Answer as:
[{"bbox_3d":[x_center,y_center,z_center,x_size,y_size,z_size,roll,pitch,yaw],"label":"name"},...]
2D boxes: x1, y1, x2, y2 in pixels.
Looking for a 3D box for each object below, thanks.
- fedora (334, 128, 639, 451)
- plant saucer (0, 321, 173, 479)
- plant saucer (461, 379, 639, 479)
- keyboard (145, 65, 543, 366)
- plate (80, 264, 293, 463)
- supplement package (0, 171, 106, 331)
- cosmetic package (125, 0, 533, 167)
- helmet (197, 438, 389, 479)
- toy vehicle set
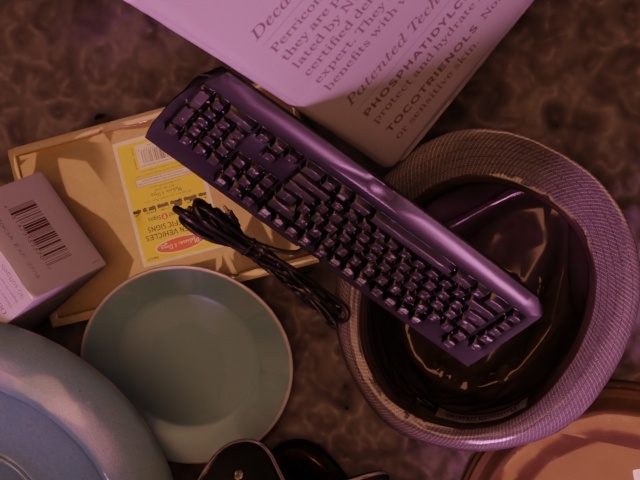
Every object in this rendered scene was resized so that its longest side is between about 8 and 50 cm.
[{"bbox_3d":[0.142,0.039,1.494,0.244,0.124,0.275,24,104,10],"label":"fedora"},{"bbox_3d":[-0.275,0.212,1.537,0.318,0.043,0.317,10,121,17],"label":"plant saucer"},{"bbox_3d":[0.248,0.259,1.527,0.278,0.041,0.278,0,91,10],"label":"plant saucer"},{"bbox_3d":[0.000,0.000,1.384,0.317,0.201,0.033,36,56,-11],"label":"keyboard"},{"bbox_3d":[-0.116,0.107,1.572,0.188,0.024,0.188,1,109,4],"label":"plate"},{"bbox_3d":[-0.293,0.039,1.547,0.179,0.105,0.105,-39,85,34],"label":"supplement package"},{"bbox_3d":[-0.028,-0.317,1.333,0.327,0.394,0.329,-50,59,8],"label":"cosmetic package"},{"bbox_3d":[-0.019,0.247,1.510,0.161,0.169,0.169,33,97,23],"label":"helmet"},{"bbox_3d":[-0.129,-0.034,1.582,0.267,0.035,0.166,-14,90,10],"label":"toy vehicle set"}]
